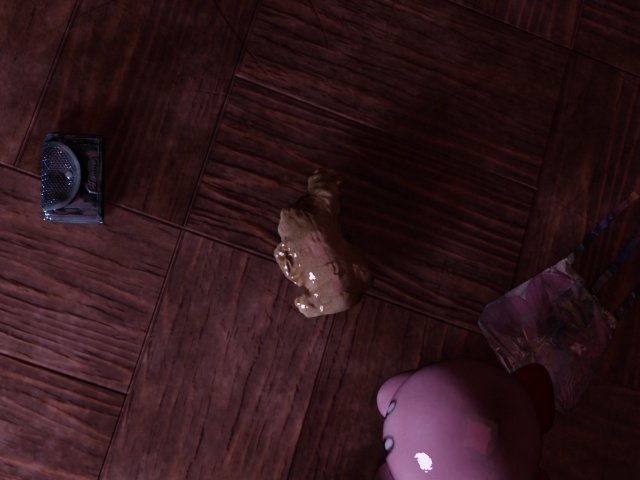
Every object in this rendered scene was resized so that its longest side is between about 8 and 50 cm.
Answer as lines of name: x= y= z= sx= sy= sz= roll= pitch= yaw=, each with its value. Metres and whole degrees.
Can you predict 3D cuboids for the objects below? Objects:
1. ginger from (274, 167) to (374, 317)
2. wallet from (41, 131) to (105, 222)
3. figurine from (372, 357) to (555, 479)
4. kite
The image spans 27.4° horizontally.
ginger: x=-0.004 y=0.002 z=1.885 sx=0.137 sy=0.074 sz=0.213 roll=-13 pitch=84 yaw=-27
wallet: x=-0.346 y=-0.089 z=1.837 sx=0.088 sy=0.026 sz=0.129 roll=2 pitch=76 yaw=-15
figurine: x=0.210 y=0.267 z=1.781 sx=0.261 sy=0.211 sz=0.270 roll=8 pitch=67 yaw=-2
kite: x=0.408 y=0.090 z=2.004 sx=0.360 sy=0.022 sz=0.204 roll=-42 pitch=90 yaw=-16
